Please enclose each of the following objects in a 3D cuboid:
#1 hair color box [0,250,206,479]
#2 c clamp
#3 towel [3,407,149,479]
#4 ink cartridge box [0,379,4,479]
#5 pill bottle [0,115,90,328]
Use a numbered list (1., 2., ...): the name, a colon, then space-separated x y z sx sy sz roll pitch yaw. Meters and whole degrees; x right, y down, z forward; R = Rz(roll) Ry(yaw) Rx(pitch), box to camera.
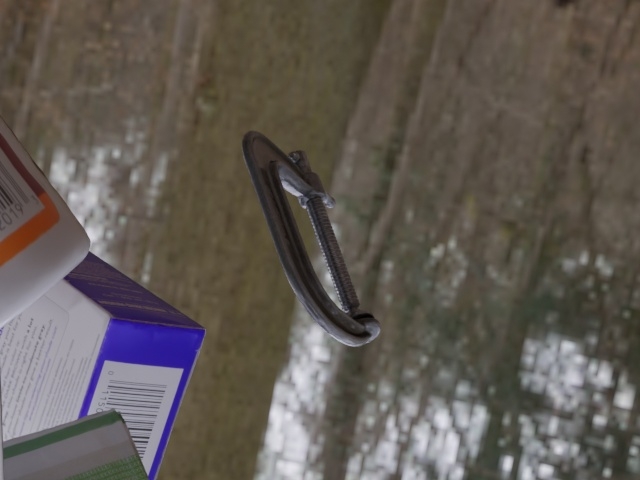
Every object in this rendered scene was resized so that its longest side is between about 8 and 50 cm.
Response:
1. hair color box: -0.254 0.094 1.528 0.110 0.185 0.339 11 -167 -43
2. c clamp: 0.000 0.000 1.009 0.137 0.022 0.161 46 -160 -49
3. towel: -0.173 0.206 1.284 0.113 0.023 0.152 -16 -114 -24
4. ink cartridge box: -0.182 0.050 0.745 0.092 0.143 0.090 -4 -151 -11
5. pill bottle: -0.354 -0.085 1.158 0.392 0.224 0.224 54 -167 -6
